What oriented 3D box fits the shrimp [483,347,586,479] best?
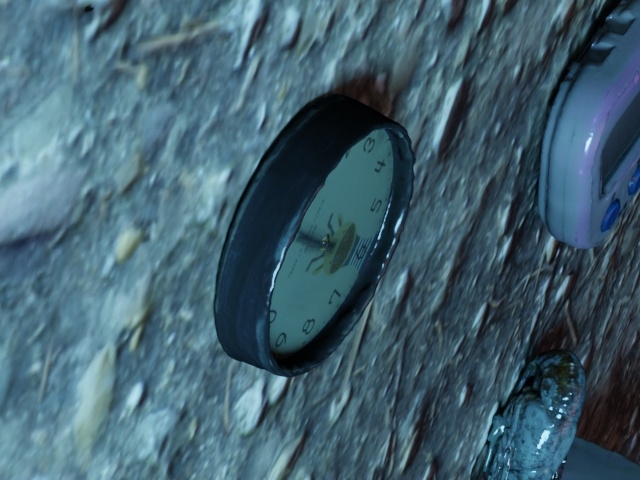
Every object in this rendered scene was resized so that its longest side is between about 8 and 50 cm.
[{"bbox_3d":[0.193,0.212,1.706,0.090,0.079,0.233,20,98,-31],"label":"shrimp"}]

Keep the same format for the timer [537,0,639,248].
[{"bbox_3d":[0.254,-0.105,1.531,0.208,0.069,0.191,-50,153,-30],"label":"timer"}]

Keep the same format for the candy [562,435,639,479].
[{"bbox_3d":[0.274,0.316,1.839,0.195,0.184,0.137,-53,158,-29],"label":"candy"}]

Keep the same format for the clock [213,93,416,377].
[{"bbox_3d":[0.000,0.000,1.114,0.184,0.040,0.184,-48,152,-37],"label":"clock"}]
